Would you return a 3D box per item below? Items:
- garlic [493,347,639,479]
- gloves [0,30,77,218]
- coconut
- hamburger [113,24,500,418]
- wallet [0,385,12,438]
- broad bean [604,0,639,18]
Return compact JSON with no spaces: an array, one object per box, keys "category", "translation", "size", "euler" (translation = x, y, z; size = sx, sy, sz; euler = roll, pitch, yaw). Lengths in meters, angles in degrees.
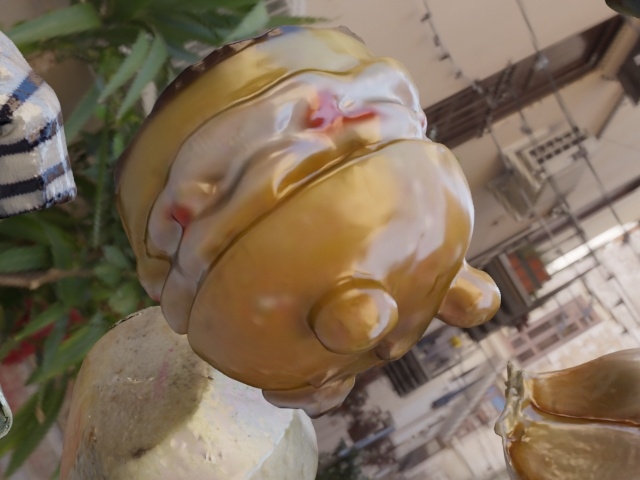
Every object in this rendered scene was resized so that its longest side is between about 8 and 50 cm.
[{"category":"garlic","translation":[0.420,0.275,1.465],"size":[0.286,0.313,0.249],"euler":[-40,123,-61]},{"category":"gloves","translation":[-0.306,-0.130,0.933],"size":[0.140,0.131,0.218],"euler":[-56,132,-80]},{"category":"coconut","translation":[-0.174,0.256,1.287],"size":[0.352,0.353,0.352],"euler":[56,-15,23]},{"category":"hamburger","translation":[0.000,0.000,0.766],"size":[0.237,0.276,0.276],"euler":[52,-16,22]},{"category":"wallet","translation":[-0.423,0.053,1.097],"size":[0.309,0.077,0.223],"euler":[39,-37,51]},{"category":"broad bean","translation":[0.407,-0.210,1.127],"size":[0.144,0.049,0.292],"euler":[-51,-131,53]}]
